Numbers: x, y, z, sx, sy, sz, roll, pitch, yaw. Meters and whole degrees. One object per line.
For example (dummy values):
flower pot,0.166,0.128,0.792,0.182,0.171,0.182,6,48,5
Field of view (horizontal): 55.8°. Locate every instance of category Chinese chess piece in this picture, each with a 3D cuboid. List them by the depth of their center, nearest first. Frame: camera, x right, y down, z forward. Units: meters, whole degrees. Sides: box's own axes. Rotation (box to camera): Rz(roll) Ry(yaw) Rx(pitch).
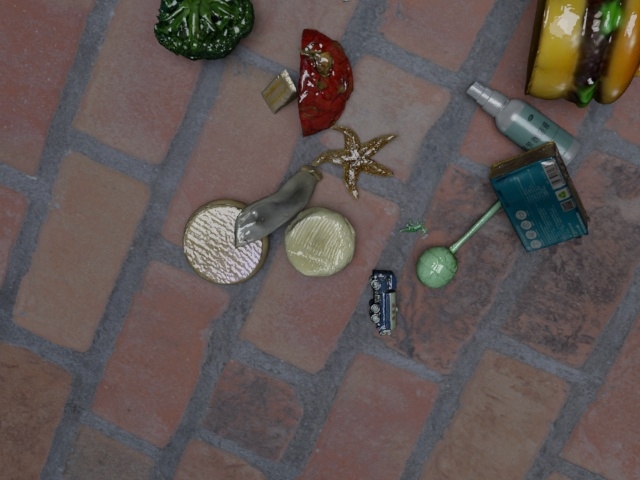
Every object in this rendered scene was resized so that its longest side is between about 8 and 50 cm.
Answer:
Chinese chess piece,-0.294,0.006,1.878,0.269,0.112,0.270,1,100,6

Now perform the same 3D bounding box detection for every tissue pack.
tissue pack,0.617,-0.120,1.704,0.192,0.134,0.271,-19,114,30

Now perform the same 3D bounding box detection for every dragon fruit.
dragon fruit,0.016,-0.454,1.727,0.151,0.205,0.317,2,100,5

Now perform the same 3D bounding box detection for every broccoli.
broccoli,-0.345,-0.656,1.703,0.297,0.297,0.298,-5,62,10

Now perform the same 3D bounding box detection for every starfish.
starfish,0.109,-0.243,1.822,0.277,0.062,0.236,-18,97,5

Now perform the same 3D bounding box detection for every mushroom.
mushroom,-0.128,-0.101,1.793,0.351,0.097,0.109,-39,89,-24

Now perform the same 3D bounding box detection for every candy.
candy,0.455,-0.032,1.807,0.119,0.119,0.440,43,94,-2

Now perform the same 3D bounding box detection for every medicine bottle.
medicine bottle,0.570,-0.339,1.731,0.351,0.110,0.110,36,101,-1

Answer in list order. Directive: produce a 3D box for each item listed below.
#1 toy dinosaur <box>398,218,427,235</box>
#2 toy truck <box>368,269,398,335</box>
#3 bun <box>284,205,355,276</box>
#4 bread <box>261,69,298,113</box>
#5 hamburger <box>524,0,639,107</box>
toy dinosaur,0.287,-0.033,1.856,0.083,0.021,0.062,-42,105,9
toy truck,0.196,0.193,1.873,0.088,0.074,0.202,-1,99,2
bun,0.000,0.000,1.835,0.220,0.134,0.221,0,99,-1
bread,-0.122,-0.436,1.774,0.105,0.152,0.077,-31,94,5
hamburger,0.693,-0.529,1.554,0.277,0.395,0.396,9,100,15
